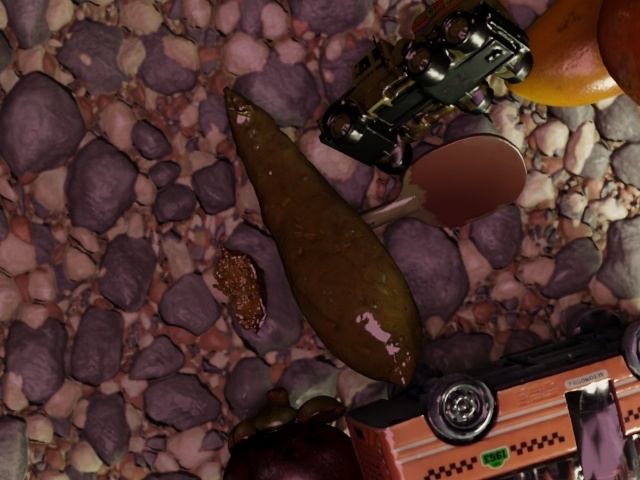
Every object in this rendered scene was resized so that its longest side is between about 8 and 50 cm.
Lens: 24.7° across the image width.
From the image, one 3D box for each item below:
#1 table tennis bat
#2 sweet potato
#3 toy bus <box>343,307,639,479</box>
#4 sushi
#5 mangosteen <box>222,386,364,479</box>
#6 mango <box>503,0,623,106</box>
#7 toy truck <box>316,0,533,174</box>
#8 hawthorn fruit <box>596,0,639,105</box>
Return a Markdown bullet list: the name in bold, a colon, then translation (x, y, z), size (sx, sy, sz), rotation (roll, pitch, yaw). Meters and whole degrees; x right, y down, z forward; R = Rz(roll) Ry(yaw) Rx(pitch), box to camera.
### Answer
- **table tennis bat**: translation (0.138, -0.056, 1.779), size (0.234, 0.022, 0.131), rotation (-22, 130, 13)
- **sweet potato**: translation (0.000, -0.001, 1.740), size (0.130, 0.130, 0.422), rotation (-33, 72, 7)
- **toy bus**: translation (0.261, 0.228, 1.706), size (0.427, 0.203, 0.233), rotation (-15, 93, -12)
- **sushi**: translation (-0.098, 0.057, 1.811), size (0.061, 0.060, 0.118), rotation (-34, 95, 12)
- **mangosteen**: translation (-0.033, 0.276, 1.796), size (0.200, 0.200, 0.199), rotation (0, 99, 2)
- **mango**: translation (0.317, -0.233, 1.729), size (0.217, 0.102, 0.141), rotation (-24, 91, 3)
- **toy truck**: translation (0.113, -0.194, 1.720), size (0.257, 0.127, 0.127), rotation (-41, 53, 22)
- **hawthorn fruit**: translation (0.451, -0.230, 1.568), size (0.284, 0.284, 0.284), rotation (0, 99, 2)
